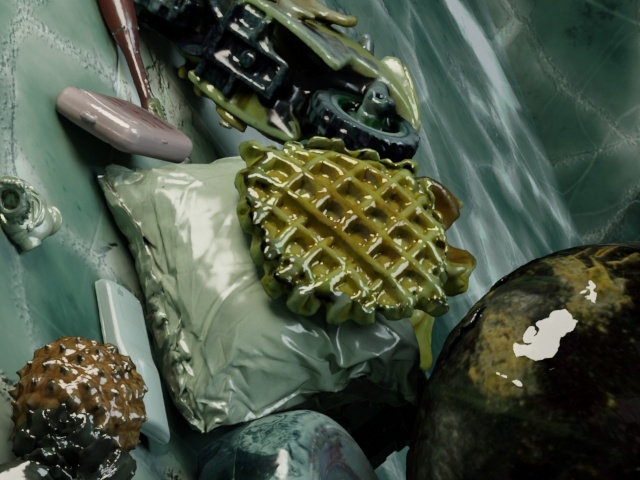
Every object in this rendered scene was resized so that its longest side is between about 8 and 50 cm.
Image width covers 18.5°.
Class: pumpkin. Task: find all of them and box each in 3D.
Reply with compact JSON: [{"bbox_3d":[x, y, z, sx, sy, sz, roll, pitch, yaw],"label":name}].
[{"bbox_3d":[0.267,0.216,1.904,0.344,0.454,0.454,24,0,26],"label":"pumpkin"}]

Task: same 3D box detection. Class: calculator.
[{"bbox_3d":[-0.194,-0.114,1.952,0.100,0.032,0.175,31,8,19],"label":"calculator"}]

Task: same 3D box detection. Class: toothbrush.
[{"bbox_3d":[-0.229,-0.276,2.142,0.041,0.041,0.364,29,38,-61],"label":"toothbrush"}]

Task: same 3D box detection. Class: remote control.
[{"bbox_3d":[-0.169,0.108,1.781,0.061,0.029,0.162,44,26,-51],"label":"remote control"}]

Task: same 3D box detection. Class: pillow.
[{"bbox_3d":[-0.057,0.046,1.917,0.283,0.138,0.310,-2,57,-30],"label":"pillow"}]

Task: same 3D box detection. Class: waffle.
[{"bbox_3d":[0.022,-0.012,1.871,0.208,0.054,0.214,7,53,-19],"label":"waffle"}]

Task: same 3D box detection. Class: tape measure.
[{"bbox_3d":[-0.019,0.292,1.762,0.275,0.147,0.256,59,19,-27],"label":"tape measure"}]

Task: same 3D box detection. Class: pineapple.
[{"bbox_3d":[-0.199,0.163,1.485,0.111,0.119,0.237,60,13,-18],"label":"pineapple"}]

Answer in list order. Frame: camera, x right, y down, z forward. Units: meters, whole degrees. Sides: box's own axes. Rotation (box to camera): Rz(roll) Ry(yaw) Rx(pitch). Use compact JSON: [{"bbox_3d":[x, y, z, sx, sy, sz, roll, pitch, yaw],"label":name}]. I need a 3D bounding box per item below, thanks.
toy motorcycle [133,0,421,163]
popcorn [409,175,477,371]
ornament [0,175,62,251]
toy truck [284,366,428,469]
[{"bbox_3d":[-0.044,-0.204,2.212,0.410,0.169,0.237,36,14,17],"label":"toy motorcycle"},{"bbox_3d":[0.039,0.041,2.143,0.270,0.258,0.224,-58,138,-20],"label":"popcorn"},{"bbox_3d":[-0.257,-0.026,1.706,0.092,0.041,0.068,-67,134,-80],"label":"ornament"},{"bbox_3d":[0.017,0.193,1.988,0.116,0.191,0.085,21,-41,47],"label":"toy truck"}]
